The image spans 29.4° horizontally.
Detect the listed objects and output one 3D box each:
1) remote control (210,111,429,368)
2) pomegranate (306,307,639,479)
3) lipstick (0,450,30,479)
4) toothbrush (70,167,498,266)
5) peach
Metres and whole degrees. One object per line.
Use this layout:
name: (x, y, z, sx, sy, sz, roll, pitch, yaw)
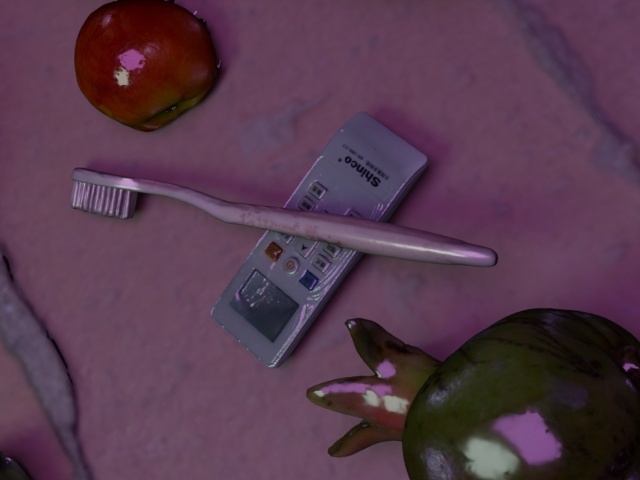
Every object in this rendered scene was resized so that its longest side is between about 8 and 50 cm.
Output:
remote control: (0.000, 0.000, 0.757, 0.061, 0.029, 0.162, 40, 98, 26)
pomegranate: (0.094, 0.095, 0.662, 0.191, 0.152, 0.131, 13, 92, 39)
lipstick: (-0.325, 0.219, 0.796, 0.304, 0.076, 0.076, -24, 76, 12)
toothbrush: (-0.035, -0.010, 0.745, 0.307, 0.025, 0.029, 11, 92, 29)
peach: (-0.120, -0.121, 0.794, 0.098, 0.061, 0.098, -1, 88, 20)
